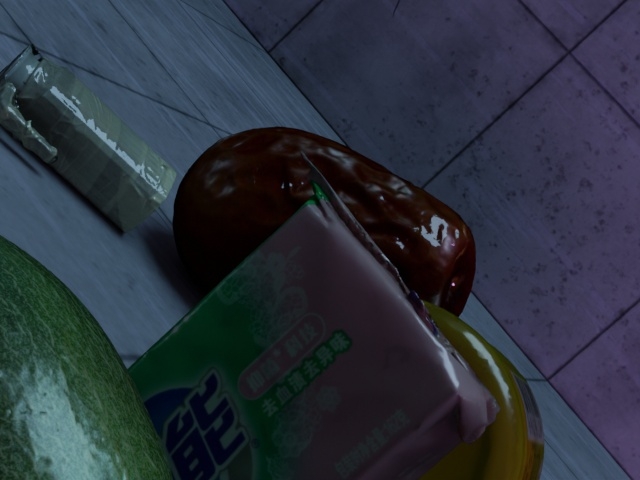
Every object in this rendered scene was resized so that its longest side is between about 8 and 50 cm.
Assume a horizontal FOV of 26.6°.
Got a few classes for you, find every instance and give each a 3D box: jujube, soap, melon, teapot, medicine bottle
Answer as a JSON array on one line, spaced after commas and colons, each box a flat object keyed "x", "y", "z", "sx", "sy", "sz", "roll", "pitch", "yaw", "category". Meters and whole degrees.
[{"x": 0.000, "y": 0.000, "z": 1.411, "sx": 0.318, "sy": 0.223, "sz": 0.223, "roll": 19, "pitch": 0, "yaw": 23, "category": "jujube"}, {"x": -0.040, "y": 0.116, "z": 0.830, "sx": 0.218, "sy": 0.273, "sz": 0.098, "roll": 54, "pitch": 12, "yaw": 28, "category": "soap"}, {"x": -0.176, "y": 0.094, "z": 0.631, "sx": 0.288, "sy": 0.182, "sz": 0.182, "roll": 56, "pitch": 14, "yaw": 25, "category": "melon"}, {"x": -0.244, "y": -0.095, "z": 1.337, "sx": 0.200, "sy": 0.077, "sz": 0.107, "roll": 44, "pitch": 31, "yaw": -17, "category": "teapot"}, {"x": 0.083, "y": 0.176, "z": 1.192, "sx": 0.224, "sy": 0.224, "sz": 0.384, "roll": 50, "pitch": 5, "yaw": 15, "category": "medicine bottle"}]
